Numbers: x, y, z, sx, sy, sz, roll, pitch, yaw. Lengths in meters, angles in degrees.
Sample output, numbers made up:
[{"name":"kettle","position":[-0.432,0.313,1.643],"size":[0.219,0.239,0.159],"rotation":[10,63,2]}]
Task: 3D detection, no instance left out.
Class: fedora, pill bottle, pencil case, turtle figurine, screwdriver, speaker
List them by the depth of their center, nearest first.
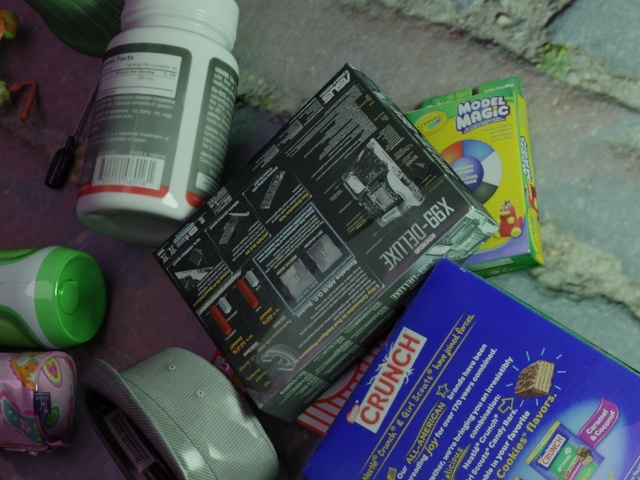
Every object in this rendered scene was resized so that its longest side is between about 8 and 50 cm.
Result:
[{"name":"fedora","position":[-0.135,0.213,1.660],"size":[0.124,0.243,0.275],"rotation":[-34,46,-21]},{"name":"pill bottle","position":[-0.181,-0.147,1.819],"size":[0.161,0.161,0.283],"rotation":[0,72,27]},{"name":"pencil case","position":[-0.420,0.192,1.826],"size":[0.284,0.124,0.124],"rotation":[-4,70,15]},{"name":"speaker","position":[-0.407,0.069,1.877],"size":[0.296,0.131,0.131],"rotation":[-2,72,26]},{"name":"screwdriver","position":[-0.306,-0.143,1.966],"size":[0.025,0.024,0.170],"rotation":[17,78,2]},{"name":"turtle figurine","position":[-0.470,-0.243,2.047],"size":[0.217,0.087,0.269],"rotation":[-23,63,19]}]

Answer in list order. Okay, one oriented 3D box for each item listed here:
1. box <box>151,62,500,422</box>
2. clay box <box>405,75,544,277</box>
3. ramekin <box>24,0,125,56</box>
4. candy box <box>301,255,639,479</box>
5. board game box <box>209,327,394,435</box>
[{"name":"box","position":[0.000,0.000,1.664],"size":[0.307,0.076,0.242],"rotation":[-44,57,8]},{"name":"clay box","position":[0.161,-0.070,1.677],"size":[0.127,0.053,0.222],"rotation":[-13,67,23]},{"name":"ramekin","position":[-0.268,-0.395,1.960],"size":[0.303,0.148,0.303],"rotation":[-9,68,25]},{"name":"candy box","position":[0.185,0.207,1.525],"size":[0.317,0.122,0.268],"rotation":[33,90,31]},{"name":"board game box","position":[-0.012,0.121,1.702],"size":[0.193,0.045,0.147],"rotation":[23,84,32]}]
